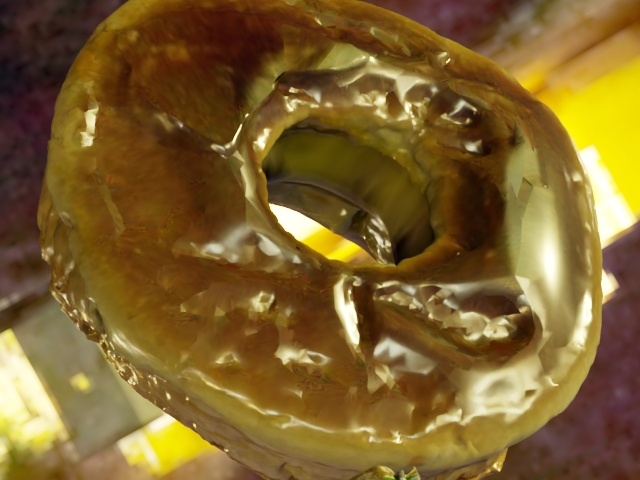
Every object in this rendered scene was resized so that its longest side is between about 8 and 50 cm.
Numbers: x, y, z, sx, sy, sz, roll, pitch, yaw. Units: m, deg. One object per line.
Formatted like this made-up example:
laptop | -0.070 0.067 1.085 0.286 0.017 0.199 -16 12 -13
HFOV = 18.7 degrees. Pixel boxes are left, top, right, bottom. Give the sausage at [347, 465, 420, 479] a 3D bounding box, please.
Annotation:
sausage | -0.064 0.187 0.939 0.269 0.033 0.033 -34 176 -6

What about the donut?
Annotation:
donut | 0.000 0.000 1.096 0.330 0.330 0.160 -27 164 -27
